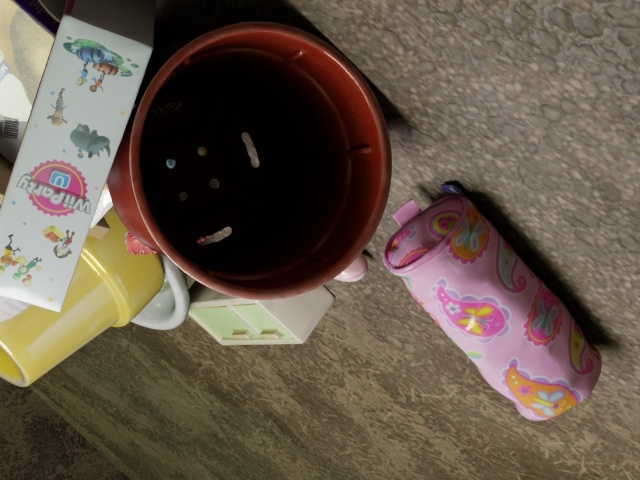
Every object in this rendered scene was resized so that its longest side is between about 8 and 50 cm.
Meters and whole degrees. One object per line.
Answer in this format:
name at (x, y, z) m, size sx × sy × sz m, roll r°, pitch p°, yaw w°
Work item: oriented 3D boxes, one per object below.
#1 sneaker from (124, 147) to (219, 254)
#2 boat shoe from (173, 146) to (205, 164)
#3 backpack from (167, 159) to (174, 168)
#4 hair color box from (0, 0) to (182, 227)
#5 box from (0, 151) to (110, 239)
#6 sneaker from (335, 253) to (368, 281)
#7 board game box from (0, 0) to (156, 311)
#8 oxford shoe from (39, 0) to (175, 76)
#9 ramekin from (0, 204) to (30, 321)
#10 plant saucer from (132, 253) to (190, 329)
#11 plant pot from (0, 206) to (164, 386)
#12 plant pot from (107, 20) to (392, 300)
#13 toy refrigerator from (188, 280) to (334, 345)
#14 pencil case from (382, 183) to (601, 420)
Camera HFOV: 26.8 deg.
sneaker at (-0.170, -0.048, 1.631) m, size 0.088 × 0.225 × 0.093 m, roll -10°, pitch 109°, yaw 31°
boat shoe at (-0.166, -0.098, 1.747) m, size 0.040 × 0.049 × 0.142 m, roll 47°, pitch 163°, yaw 26°
backpack at (-0.248, -0.113, 1.750) m, size 0.114 × 0.105 × 0.084 m, roll 25°, pitch 157°, yaw 18°
hair color box at (-0.337, -0.197, 1.600) m, size 0.339 × 0.110 × 0.185 m, roll 40°, pitch 121°, yaw -12°
box at (-0.364, -0.085, 1.657) m, size 0.201 × 0.021 × 0.164 m, roll 24°, pitch -155°, yaw -51°
sneaker at (0.000, 0.000, 1.683) m, size 0.134 × 0.051 × 0.070 m, roll 35°, pitch 164°, yaw 14°
board game box at (-0.263, -0.111, 1.412) m, size 0.097 × 0.303 × 0.224 m, roll 17°, pitch -160°, yaw -12°
oxford shoe at (-0.262, -0.259, 1.523) m, size 0.212 × 0.076 × 0.076 m, roll 44°, pitch 170°, yaw -15°
ramekin at (-0.435, 0.011, 1.704) m, size 0.207 × 0.207 × 0.109 m, roll 28°, pitch 167°, yaw 18°
plant saucer at (-0.333, -0.037, 2.013) m, size 0.400 × 0.100 × 0.400 m, roll 31°, pitch 153°, yaw 18°
plant pot at (-0.385, 0.062, 1.855) m, size 0.254 × 0.239 × 0.254 m, roll 31°, pitch 154°, yaw 18°
plant pot at (-0.101, -0.077, 1.431) m, size 0.272 × 0.272 × 0.265 m, roll 43°, pitch 166°, yaw -16°
toy refrigerator at (-0.101, 0.092, 1.966) m, size 0.102 × 0.094 × 0.269 m, roll 44°, pitch 156°, yaw -19°
pencil case at (0.188, 0.072, 1.471) m, size 0.284 × 0.124 × 0.124 m, roll 46°, pitch 156°, yaw -23°
